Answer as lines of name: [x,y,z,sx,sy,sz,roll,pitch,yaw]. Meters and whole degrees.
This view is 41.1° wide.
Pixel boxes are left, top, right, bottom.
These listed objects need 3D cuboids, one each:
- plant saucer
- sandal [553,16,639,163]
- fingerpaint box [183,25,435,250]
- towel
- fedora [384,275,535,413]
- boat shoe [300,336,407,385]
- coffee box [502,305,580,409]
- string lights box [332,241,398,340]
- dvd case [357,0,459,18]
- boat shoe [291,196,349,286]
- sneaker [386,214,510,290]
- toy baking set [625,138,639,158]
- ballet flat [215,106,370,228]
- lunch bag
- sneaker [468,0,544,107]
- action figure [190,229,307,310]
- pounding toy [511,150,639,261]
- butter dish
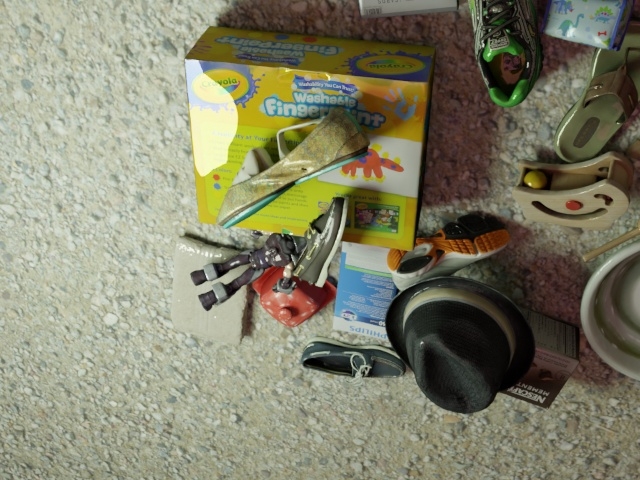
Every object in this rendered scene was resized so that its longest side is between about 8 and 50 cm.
plant saucer: [0.732,0.123,1.724,0.400,0.100,0.400,7,126,10]
sandal: [0.518,-0.250,1.521,0.120,0.086,0.303,19,128,1]
fingerpaint box: [-0.016,-0.198,1.658,0.444,0.163,0.371,7,127,10]
towel: [-0.258,0.122,2.029,0.187,0.049,0.282,14,126,3]
fedora: [0.278,0.236,1.743,0.334,0.152,0.334,7,128,10]
boat shoe: [0.080,0.293,2.038,0.254,0.079,0.095,14,127,5]
coffee box: [0.398,0.234,1.883,0.297,0.119,0.168,20,128,1]
string lights box: [0.107,0.093,1.888,0.133,0.077,0.260,12,127,8]
dvd case: [0.141,-0.507,1.476,0.179,0.029,0.239,-1,125,16]
boat shoe: [0.000,0.000,1.646,0.068,0.081,0.228,16,132,-3]
sneaker: [0.264,0.031,1.778,0.262,0.099,0.121,-15,148,-3]
toy baking set: [0.688,-0.180,1.529,0.256,0.030,0.197,5,144,15]
ballet flat: [-0.069,-0.137,1.553,0.348,0.123,0.123,-26,115,30]
lunch bag: [0.451,-0.402,1.415,0.128,0.096,0.151,22,107,24]
sneaker: [0.315,-0.388,1.440,0.134,0.146,0.344,-8,121,21]
action figure: [-0.142,0.048,1.868,0.285,0.099,0.185,-25,72,8]
pounding toy: [0.490,-0.065,1.583,0.269,0.155,0.154,9,150,18]
butter dish: [-0.069,0.136,1.942,0.160,0.118,0.160,40,126,-15]
